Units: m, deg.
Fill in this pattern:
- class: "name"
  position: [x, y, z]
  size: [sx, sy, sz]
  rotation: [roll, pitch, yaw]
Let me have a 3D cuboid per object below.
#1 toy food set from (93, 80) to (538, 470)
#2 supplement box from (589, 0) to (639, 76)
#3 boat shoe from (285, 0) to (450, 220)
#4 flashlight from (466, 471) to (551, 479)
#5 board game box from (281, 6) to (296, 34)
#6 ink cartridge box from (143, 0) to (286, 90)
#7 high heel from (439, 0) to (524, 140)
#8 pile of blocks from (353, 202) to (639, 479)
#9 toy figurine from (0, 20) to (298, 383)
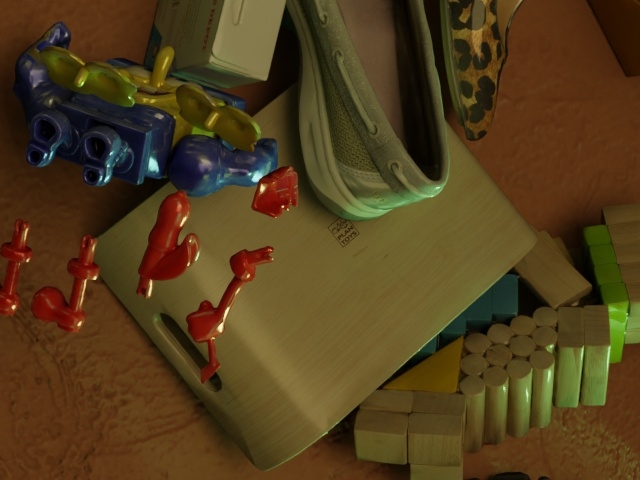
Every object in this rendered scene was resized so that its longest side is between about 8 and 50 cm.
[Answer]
- class: "toy food set"
  position: [0.000, 0.000, 1.546]
  size: [0.306, 0.092, 0.219]
  rotation: [-40, 95, -25]
- class: "supplement box"
  position: [0.352, -0.249, 1.673]
  size: [0.194, 0.191, 0.129]
  rotation: [-36, 105, -25]
- class: "boat shoe"
  position: [0.034, -0.179, 1.479]
  size: [0.118, 0.103, 0.320]
  rotation: [2, 78, -39]
- class: "flashlight"
  position: [0.154, 0.345, 1.598]
  size: [0.103, 0.103, 0.304]
  rotation: [-4, 92, -33]
- class: "board game box"
  position: [-0.019, -0.285, 1.556]
  size: [0.160, 0.047, 0.210]
  rotation: [32, 74, -24]
- class: "ink cartridge box"
  position: [-0.077, -0.160, 1.477]
  size: [0.052, 0.122, 0.088]
  rotation: [17, 81, -27]
- class: "high heel"
  position: [0.191, -0.209, 1.599]
  size: [0.186, 0.093, 0.261]
  rotation: [0, 81, 7]
- class: "pile of blocks"
  position: [0.172, 0.088, 1.630]
  size: [0.362, 0.149, 0.112]
  rotation: [-26, 144, -17]
- class: "toy figurine"
  position: [-0.163, -0.061, 1.412]
  size: [0.217, 0.363, 0.191]
  rotation: [-31, 136, -66]
